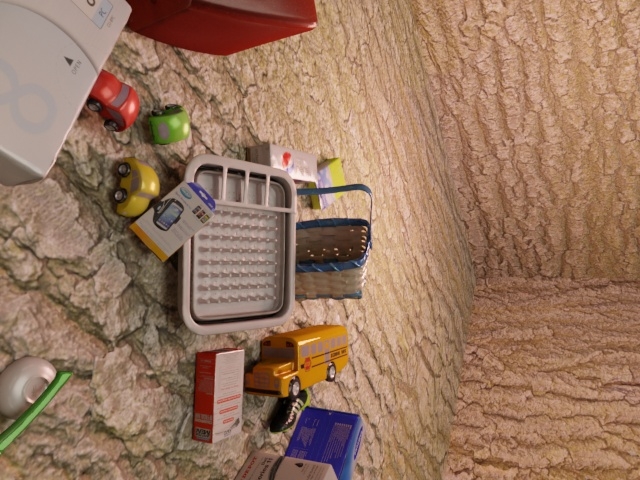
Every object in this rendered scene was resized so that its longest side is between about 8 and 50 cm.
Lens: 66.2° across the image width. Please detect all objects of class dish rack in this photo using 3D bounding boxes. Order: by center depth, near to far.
[{"bbox_3d":[-0.170,0.011,0.984,0.285,0.072,0.333,4,85,-49],"label":"dish rack"}]

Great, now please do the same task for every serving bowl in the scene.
[{"bbox_3d":[-0.388,0.199,0.660,0.083,0.027,0.083,4,85,-62],"label":"serving bowl"}]

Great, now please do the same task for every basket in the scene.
[{"bbox_3d":[0.000,0.000,1.172,0.201,0.254,0.289,-80,166,-50],"label":"basket"}]

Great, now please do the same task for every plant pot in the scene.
[{"bbox_3d":[-0.198,-0.466,0.826,0.235,0.267,0.267,-29,114,-46],"label":"plant pot"}]

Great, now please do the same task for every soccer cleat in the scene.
[{"bbox_3d":[-0.079,0.406,1.198,0.179,0.060,0.072,-26,102,-66],"label":"soccer cleat"}]

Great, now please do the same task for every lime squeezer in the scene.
[{"bbox_3d":[-0.397,0.319,0.603,0.110,0.058,0.311,23,69,-57],"label":"lime squeezer"}]

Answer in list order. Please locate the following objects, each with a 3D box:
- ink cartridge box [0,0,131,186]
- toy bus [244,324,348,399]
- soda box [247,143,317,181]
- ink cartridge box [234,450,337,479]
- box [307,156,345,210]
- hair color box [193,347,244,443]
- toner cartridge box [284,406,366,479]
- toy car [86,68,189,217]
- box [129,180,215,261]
[{"bbox_3d":[-0.419,-0.290,0.525,0.385,0.091,0.308,46,47,-48],"label":"ink cartridge box"},{"bbox_3d":[-0.047,0.289,1.200,0.332,0.108,0.130,5,84,-61],"label":"toy bus"},{"bbox_3d":[-0.088,-0.181,1.189,0.216,0.069,0.074,-4,92,-62],"label":"soda box"},{"bbox_3d":[-0.084,0.536,1.018,0.153,0.208,0.087,-51,129,-51],"label":"ink cartridge box"},{"bbox_3d":[0.015,-0.161,1.404,0.178,0.042,0.109,-43,125,-54],"label":"box"},{"bbox_3d":[-0.201,0.303,0.975,0.093,0.053,0.167,13,76,-62],"label":"hair color box"},{"bbox_3d":[-0.019,0.581,1.180,0.348,0.165,0.075,-63,141,-41],"label":"toner cartridge box"},{"bbox_3d":[-0.278,-0.179,0.823,0.225,0.053,0.239,-57,149,-55],"label":"toy car"},{"bbox_3d":[-0.247,-0.038,0.841,0.136,0.028,0.081,-45,104,-19],"label":"box"}]
